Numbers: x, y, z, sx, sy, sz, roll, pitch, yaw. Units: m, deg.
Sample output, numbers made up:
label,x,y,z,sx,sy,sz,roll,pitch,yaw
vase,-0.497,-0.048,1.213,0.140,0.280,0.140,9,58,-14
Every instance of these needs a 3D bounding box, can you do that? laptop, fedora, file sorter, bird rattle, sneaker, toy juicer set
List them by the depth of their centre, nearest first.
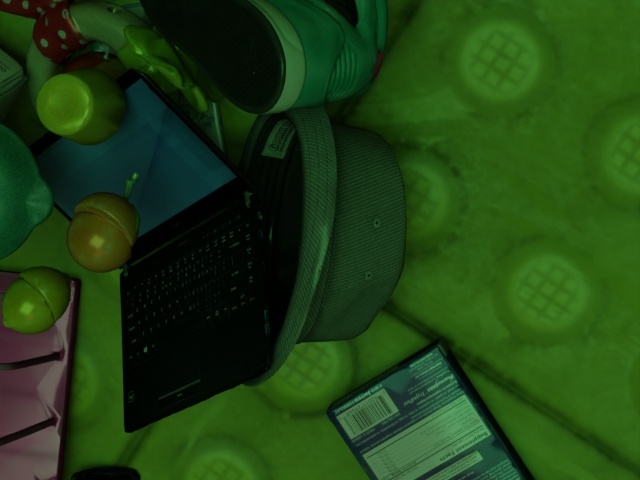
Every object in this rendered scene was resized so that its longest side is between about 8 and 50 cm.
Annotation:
label,x,y,z,sx,sy,sz,roll,pitch,yaw
sneaker,-0.038,-0.215,1.282,0.295,0.178,0.124,53,133,36
toy juicer set,-0.304,-0.009,1.311,0.329,0.089,0.209,-20,89,12
laptop,-0.172,0.017,1.351,0.234,0.136,0.264,-28,59,46
fedora,0.000,0.000,1.357,0.124,0.243,0.276,6,97,-21
bird rattle,-0.211,-0.165,1.373,0.253,0.143,0.207,22,120,8
file sorter,-0.370,0.174,1.422,0.202,0.182,0.291,6,92,9

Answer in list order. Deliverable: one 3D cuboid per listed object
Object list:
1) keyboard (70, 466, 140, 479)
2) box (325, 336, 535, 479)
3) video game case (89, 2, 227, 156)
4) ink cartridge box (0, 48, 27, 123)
label,x,y,z,sx,sy,sz,roll,pitch,yaw
keyboard,-0.245,0.325,1.537,0.100,0.038,0.192,3,101,-15
box,0.123,0.225,1.447,0.136,0.036,0.225,-32,93,14
video game case,-0.160,-0.150,1.435,0.119,0.015,0.166,-6,100,10
ink cartridge box,-0.402,-0.118,1.409,0.158,0.092,0.218,38,122,1
